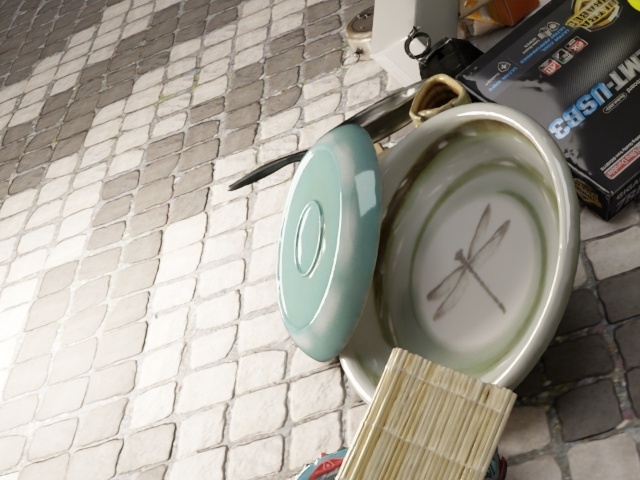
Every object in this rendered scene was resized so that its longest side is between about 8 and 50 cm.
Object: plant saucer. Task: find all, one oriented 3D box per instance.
[{"bbox_3d":[0.000,0.000,1.561,0.044,0.317,0.317,8,26,-20],"label":"plant saucer"},{"bbox_3d":[0.176,0.036,1.441,0.400,0.101,0.400,-27,54,45],"label":"plant saucer"}]

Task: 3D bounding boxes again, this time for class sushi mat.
[{"bbox_3d":[0.078,0.274,1.222,0.151,0.019,0.316,17,72,26],"label":"sushi mat"}]

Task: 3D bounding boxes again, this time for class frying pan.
[{"bbox_3d":[0.037,-0.147,1.715,0.326,0.053,0.197,-36,11,-27],"label":"frying pan"}]

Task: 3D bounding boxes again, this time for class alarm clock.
[{"bbox_3d":[0.099,-0.384,2.220,0.129,0.064,0.192,10,52,45],"label":"alarm clock"}]

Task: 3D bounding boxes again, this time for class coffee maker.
[{"bbox_3d":[0.208,-0.223,1.814,0.171,0.120,0.178,15,31,-14],"label":"coffee maker"}]

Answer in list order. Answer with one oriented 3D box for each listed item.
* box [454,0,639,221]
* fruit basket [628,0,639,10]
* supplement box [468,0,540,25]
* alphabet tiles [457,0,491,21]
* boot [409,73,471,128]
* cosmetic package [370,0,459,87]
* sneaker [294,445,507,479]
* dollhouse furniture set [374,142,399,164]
[{"bbox_3d":[0.389,-0.211,1.639,0.295,0.073,0.293,-38,58,-14],"label":"box"},{"bbox_3d":[0.557,-0.404,1.523,0.392,0.282,0.392,16,23,-7],"label":"fruit basket"},{"bbox_3d":[0.285,-0.453,2.156,0.078,0.080,0.233,-41,33,-18],"label":"supplement box"},{"bbox_3d":[0.247,-0.467,2.124,0.237,0.009,0.198,-29,45,31],"label":"alphabet tiles"},{"bbox_3d":[0.193,-0.090,1.597,0.095,0.203,0.262,-18,34,16],"label":"boot"},{"bbox_3d":[0.165,-0.387,2.044,0.107,0.127,0.238,-19,48,37],"label":"cosmetic package"},{"bbox_3d":[0.074,0.277,1.272,0.262,0.104,0.125,-27,35,4],"label":"sneaker"},{"bbox_3d":[0.078,-0.090,1.726,0.212,0.161,0.242,-28,32,2],"label":"dollhouse furniture set"}]
